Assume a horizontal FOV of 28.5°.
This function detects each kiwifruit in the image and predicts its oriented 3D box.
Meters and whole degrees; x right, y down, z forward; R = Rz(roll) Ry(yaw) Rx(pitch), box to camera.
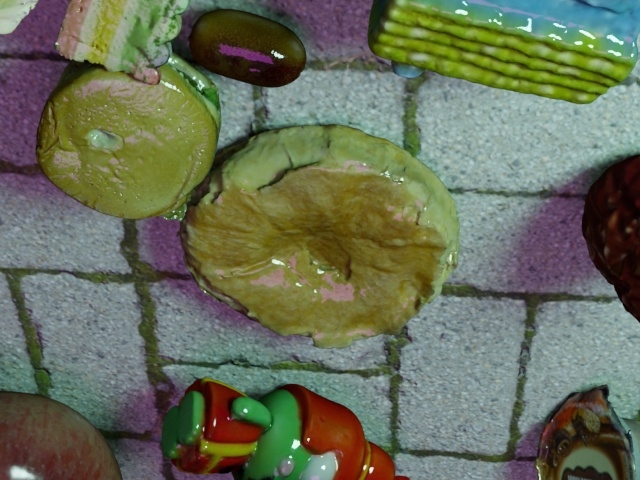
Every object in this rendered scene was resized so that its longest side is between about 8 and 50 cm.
[{"bbox_3d":[-0.076,-0.199,1.305,0.124,0.075,0.075,11,134,-8],"label":"kiwifruit"}]

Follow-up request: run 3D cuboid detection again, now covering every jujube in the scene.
[{"bbox_3d":[0.369,0.005,1.343,0.155,0.230,0.155,-3,120,-5],"label":"jujube"}]

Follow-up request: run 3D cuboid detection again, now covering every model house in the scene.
[{"bbox_3d":[0.177,-0.259,1.132,0.237,0.215,0.303,13,139,-6],"label":"model house"}]

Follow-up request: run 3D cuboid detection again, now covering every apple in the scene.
[{"bbox_3d":[-0.439,0.348,1.756,0.344,0.269,0.345,-4,119,-7],"label":"apple"}]

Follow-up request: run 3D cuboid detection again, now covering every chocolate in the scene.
[{"bbox_3d":[0.399,0.299,1.681,0.147,0.221,0.221,-3,141,-30],"label":"chocolate"}]

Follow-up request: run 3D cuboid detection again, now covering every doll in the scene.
[{"bbox_3d":[-0.032,0.285,1.701,0.363,0.160,0.182,25,132,-19],"label":"doll"}]

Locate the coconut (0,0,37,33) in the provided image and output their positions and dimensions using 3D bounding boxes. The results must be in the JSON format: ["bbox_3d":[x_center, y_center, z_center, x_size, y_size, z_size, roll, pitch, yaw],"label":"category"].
[{"bbox_3d":[-0.322,-0.303,1.128,0.233,0.233,0.245,28,129,-19],"label":"coconut"}]

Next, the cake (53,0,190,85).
[{"bbox_3d":[-0.170,-0.267,1.219,0.109,0.090,0.225,21,122,-11],"label":"cake"}]

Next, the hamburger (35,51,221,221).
[{"bbox_3d":[-0.200,-0.130,1.354,0.189,0.122,0.215,12,129,-8],"label":"hamburger"}]

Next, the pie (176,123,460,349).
[{"bbox_3d":[0.000,0.000,1.479,0.339,0.083,0.339,4,131,5],"label":"pie"}]
